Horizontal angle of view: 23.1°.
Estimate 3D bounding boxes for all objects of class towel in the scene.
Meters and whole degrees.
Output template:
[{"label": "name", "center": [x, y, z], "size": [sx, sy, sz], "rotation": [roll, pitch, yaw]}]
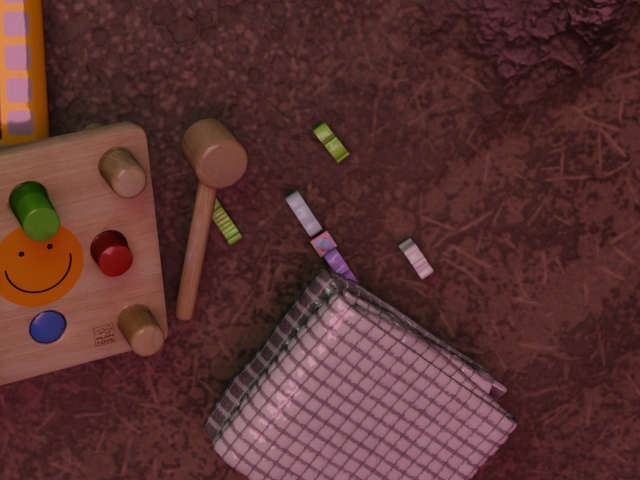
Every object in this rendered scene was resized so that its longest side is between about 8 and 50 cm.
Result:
[{"label": "towel", "center": [0.046, 0.190, 1.723], "size": [0.284, 0.121, 0.235], "rotation": [34, 100, -26]}]

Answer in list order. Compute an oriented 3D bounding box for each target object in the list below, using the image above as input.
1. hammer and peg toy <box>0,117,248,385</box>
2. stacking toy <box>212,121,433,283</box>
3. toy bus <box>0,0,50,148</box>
[{"label": "hammer and peg toy", "center": [-0.234, 0.015, 1.585], "size": [0.361, 0.127, 0.266], "rotation": [-13, 120, -20]}, {"label": "stacking toy", "center": [0.000, 0.000, 1.735], "size": [0.167, 0.052, 0.221], "rotation": [-36, 105, 1]}, {"label": "toy bus", "center": [-0.348, -0.153, 1.620], "size": [0.130, 0.108, 0.332], "rotation": [-3, 104, -10]}]
